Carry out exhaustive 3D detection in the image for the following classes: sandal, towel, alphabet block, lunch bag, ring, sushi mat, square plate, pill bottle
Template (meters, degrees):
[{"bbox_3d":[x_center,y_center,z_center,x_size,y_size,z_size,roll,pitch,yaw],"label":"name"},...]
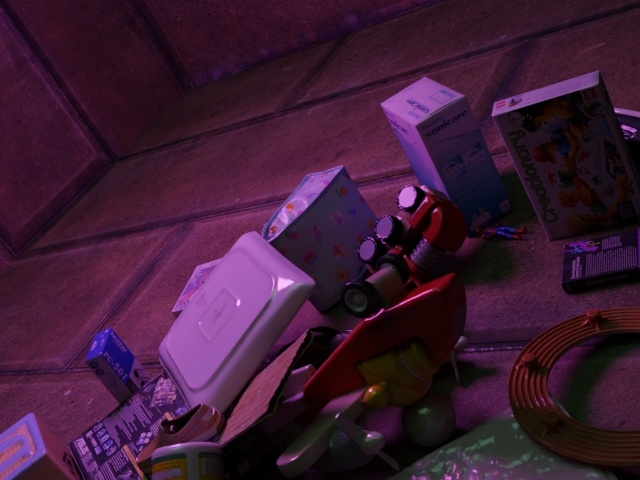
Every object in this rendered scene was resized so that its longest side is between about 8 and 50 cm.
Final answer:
[{"bbox_3d":[0.002,0.207,1.623,0.219,0.060,0.090,-13,31,32],"label":"sandal"},{"bbox_3d":[0.237,0.374,1.098,0.332,0.053,0.317,-30,26,1],"label":"towel"},{"bbox_3d":[-0.566,0.492,1.569,0.192,0.197,0.193,-36,27,-13],"label":"alphabet block"},{"bbox_3d":[0.000,0.000,1.804,0.160,0.223,0.262,-9,35,48],"label":"lunch bag"},{"bbox_3d":[0.437,0.192,1.164,0.337,0.032,0.336,-16,26,8],"label":"ring"},{"bbox_3d":[-0.098,0.253,1.308,0.151,0.019,0.316,-59,6,-32],"label":"sushi mat"},{"bbox_3d":[-0.189,0.157,1.588,0.347,0.049,0.344,-53,31,-1],"label":"square plate"},{"bbox_3d":[-0.210,0.439,1.294,0.118,0.117,0.208,-19,64,24],"label":"pill bottle"}]

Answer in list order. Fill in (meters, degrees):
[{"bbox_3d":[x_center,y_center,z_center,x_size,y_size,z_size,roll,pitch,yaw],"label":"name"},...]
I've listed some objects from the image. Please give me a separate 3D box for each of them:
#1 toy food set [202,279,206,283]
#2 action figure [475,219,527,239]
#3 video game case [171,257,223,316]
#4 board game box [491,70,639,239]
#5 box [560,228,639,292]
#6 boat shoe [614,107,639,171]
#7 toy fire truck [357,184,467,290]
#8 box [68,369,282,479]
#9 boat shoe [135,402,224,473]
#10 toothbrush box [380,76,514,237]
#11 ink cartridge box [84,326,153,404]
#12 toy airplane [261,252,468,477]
[{"bbox_3d":[-0.121,0.034,1.994,0.220,0.092,0.306,10,45,47],"label":"toy food set"},{"bbox_3d":[0.370,-0.020,1.672,0.115,0.030,0.038,-1,44,49],"label":"action figure"},{"bbox_3d":[-0.284,0.111,2.134,0.183,0.023,0.201,-18,29,26],"label":"video game case"},{"bbox_3d":[0.463,-0.145,1.479,0.193,0.305,0.053,-14,33,32],"label":"board game box"},{"bbox_3d":[0.511,0.034,1.429,0.162,0.029,0.116,-14,30,29],"label":"box"},{"bbox_3d":[0.621,-0.182,1.594,0.340,0.127,0.113,20,79,55],"label":"boat shoe"},{"bbox_3d":[0.201,0.033,1.604,0.217,0.158,0.246,-54,45,20],"label":"toy fire truck"},{"bbox_3d":[-0.294,0.403,1.552,0.318,0.097,0.395,-40,28,-15],"label":"box"},{"bbox_3d":[-0.262,0.341,1.423,0.190,0.072,0.068,-36,30,12],"label":"boat shoe"},{"bbox_3d":[0.274,-0.185,1.758,0.126,0.295,0.216,-32,25,-2],"label":"toothbrush box"},{"bbox_3d":[-0.423,0.297,1.744,0.046,0.207,0.097,-24,27,13],"label":"ink cartridge box"},{"bbox_3d":[0.089,0.240,1.304,0.386,0.272,0.384,-46,-10,-11],"label":"toy airplane"}]
